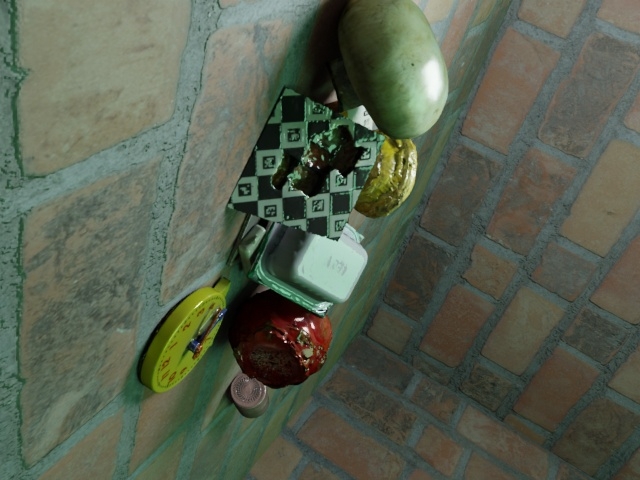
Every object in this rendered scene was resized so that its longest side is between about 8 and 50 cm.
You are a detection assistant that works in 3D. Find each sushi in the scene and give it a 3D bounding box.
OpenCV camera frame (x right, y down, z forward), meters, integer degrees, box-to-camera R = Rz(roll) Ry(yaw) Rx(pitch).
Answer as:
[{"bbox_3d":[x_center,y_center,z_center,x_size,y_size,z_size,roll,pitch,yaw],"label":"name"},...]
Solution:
[{"bbox_3d":[-0.032,-0.166,1.427,0.292,0.293,0.059,-64,-152,11],"label":"sushi"}]

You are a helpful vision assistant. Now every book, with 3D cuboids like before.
[{"bbox_3d":[-0.171,-0.023,1.564,0.182,0.014,0.127,-64,164,18],"label":"book"}]

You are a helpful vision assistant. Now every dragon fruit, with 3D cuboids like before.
[{"bbox_3d":[-0.111,0.279,1.796,0.296,0.295,0.301,-64,166,16],"label":"dragon fruit"}]

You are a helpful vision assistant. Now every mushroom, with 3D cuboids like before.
[{"bbox_3d":[0.144,-0.393,1.407,0.260,0.353,0.352,-18,169,9],"label":"mushroom"}]

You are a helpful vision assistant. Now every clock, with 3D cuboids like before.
[{"bbox_3d":[-0.313,0.243,1.491,0.293,0.071,0.277,-42,158,-49],"label":"clock"}]

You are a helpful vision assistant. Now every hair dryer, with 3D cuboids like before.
[{"bbox_3d":[-0.197,0.463,2.247,0.353,0.125,0.210,-61,168,-24],"label":"hair dryer"}]

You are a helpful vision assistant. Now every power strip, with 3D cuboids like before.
[{"bbox_3d":[-0.167,0.033,1.588,0.081,0.035,0.192,-54,164,-23],"label":"power strip"}]

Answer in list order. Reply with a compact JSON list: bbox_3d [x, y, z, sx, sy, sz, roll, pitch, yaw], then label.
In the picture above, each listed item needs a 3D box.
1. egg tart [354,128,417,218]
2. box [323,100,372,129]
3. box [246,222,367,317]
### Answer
[{"bbox_3d":[0.148,-0.208,1.813,0.123,0.294,0.294,17,106,-39],"label":"egg tart"},{"bbox_3d":[0.041,-0.240,1.595,0.274,0.091,0.221,-38,135,-55],"label":"box"},{"bbox_3d":[-0.001,0.051,1.619,0.336,0.106,0.264,33,83,-43],"label":"box"}]
